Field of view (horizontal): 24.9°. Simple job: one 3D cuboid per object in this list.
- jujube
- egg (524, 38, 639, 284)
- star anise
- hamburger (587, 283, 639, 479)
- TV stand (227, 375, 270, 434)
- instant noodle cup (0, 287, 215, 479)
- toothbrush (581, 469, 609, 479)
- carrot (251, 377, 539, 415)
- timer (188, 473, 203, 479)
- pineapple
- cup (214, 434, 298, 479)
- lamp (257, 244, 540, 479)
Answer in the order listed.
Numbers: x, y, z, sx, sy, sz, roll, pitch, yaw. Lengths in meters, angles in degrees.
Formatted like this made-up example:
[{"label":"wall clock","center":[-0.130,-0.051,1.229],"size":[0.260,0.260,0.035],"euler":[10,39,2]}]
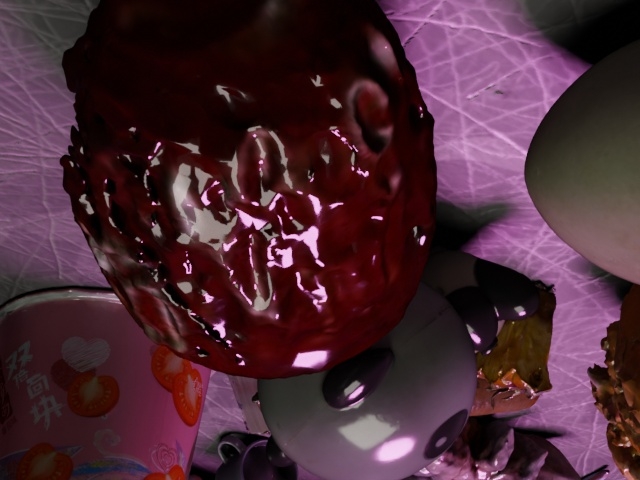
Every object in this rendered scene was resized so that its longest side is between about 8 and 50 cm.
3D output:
[{"label":"jujube","center":[-0.046,-0.046,1.011],"size":[0.258,0.258,0.377],"euler":[2,155,3]},{"label":"egg","center":[0.266,-0.056,0.991],"size":[0.253,0.186,0.186],"euler":[-3,149,11]},{"label":"star anise","center":[0.165,0.254,1.620],"size":[0.229,0.093,0.236],"euler":[-10,149,21]},{"label":"hamburger","center":[0.371,0.136,1.247],"size":[0.245,0.260,0.211],"euler":[-18,143,0]},{"label":"TV stand","center":[-0.047,0.090,1.371],"size":[0.082,0.088,0.269],"euler":[-1,149,6]},{"label":"instant noodle cup","center":[-0.231,0.202,1.445],"size":[0.243,0.231,0.243],"euler":[4,149,2]},{"label":"toothbrush","center":[0.298,0.313,1.782],"size":[0.019,0.013,0.193],"euler":[10,150,-23]},{"label":"carrot","center":[0.073,0.140,1.384],"size":[0.342,0.070,0.070],"euler":[1,156,-35]},{"label":"timer","center":[-0.119,0.414,1.803],"size":[0.315,0.291,0.291],"euler":[42,136,-19]},{"label":"pineapple","center":[0.184,0.093,1.353],"size":[0.069,0.137,0.116],"euler":[17,106,-26]},{"label":"cup","center":[-0.086,0.272,1.711],"size":[0.100,0.078,0.077],"euler":[50,141,-6]},{"label":"lamp","center":[0.060,0.101,1.220],"size":[0.244,0.198,0.198],"euler":[-29,170,-37]}]
